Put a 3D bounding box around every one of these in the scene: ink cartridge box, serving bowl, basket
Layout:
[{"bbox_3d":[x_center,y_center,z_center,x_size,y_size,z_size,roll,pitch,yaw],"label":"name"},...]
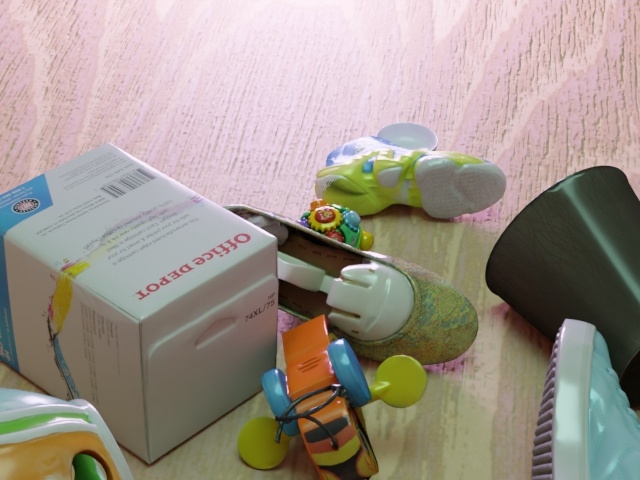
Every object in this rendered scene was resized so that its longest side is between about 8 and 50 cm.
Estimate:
[{"bbox_3d":[-0.206,0.060,1.709,0.270,0.197,0.198,29,44,33],"label":"ink cartridge box"},{"bbox_3d":[0.114,-0.124,2.122,0.083,0.027,0.083,1,36,0],"label":"serving bowl"},{"bbox_3d":[0.321,0.060,1.768,0.204,0.154,0.227,-44,49,10],"label":"basket"}]

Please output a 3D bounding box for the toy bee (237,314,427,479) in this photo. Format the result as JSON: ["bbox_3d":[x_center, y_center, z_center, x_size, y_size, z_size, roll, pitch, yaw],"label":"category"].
[{"bbox_3d":[0.003,0.192,1.608,0.195,0.162,0.298,-19,14,26],"label":"toy bee"}]

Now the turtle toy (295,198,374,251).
[{"bbox_3d":[0.000,0.000,1.910,0.095,0.066,0.130,21,51,25],"label":"turtle toy"}]

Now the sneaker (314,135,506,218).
[{"bbox_3d":[0.112,-0.095,2.029,0.240,0.091,0.126,0,35,-1],"label":"sneaker"}]

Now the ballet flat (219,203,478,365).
[{"bbox_3d":[0.004,0.048,1.781,0.348,0.123,0.123,23,41,20],"label":"ballet flat"}]

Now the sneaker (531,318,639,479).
[{"bbox_3d":[0.290,0.231,1.567,0.150,0.135,0.366,8,45,-1],"label":"sneaker"}]

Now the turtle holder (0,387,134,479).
[{"bbox_3d":[-0.290,0.254,1.421,0.227,0.320,0.243,-28,69,-21],"label":"turtle holder"}]
